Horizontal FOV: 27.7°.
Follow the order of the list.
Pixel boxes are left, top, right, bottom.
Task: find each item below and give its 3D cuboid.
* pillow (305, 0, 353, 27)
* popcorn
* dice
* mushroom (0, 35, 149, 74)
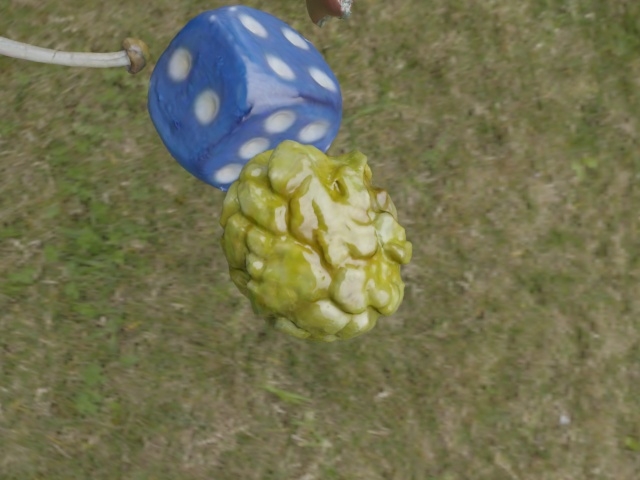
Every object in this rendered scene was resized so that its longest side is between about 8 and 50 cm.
[{"bbox_3d":[0.016,-0.379,1.758,0.075,0.179,0.171,-4,95,-10],"label":"pillow"},{"bbox_3d":[0.000,0.000,0.764,0.121,0.106,0.116,27,99,15],"label":"popcorn"},{"bbox_3d":[-0.076,-0.141,1.295,0.146,0.143,0.146,8,45,-47],"label":"dice"},{"bbox_3d":[-0.336,-0.230,1.442,0.306,0.043,0.068,10,117,-29],"label":"mushroom"}]
